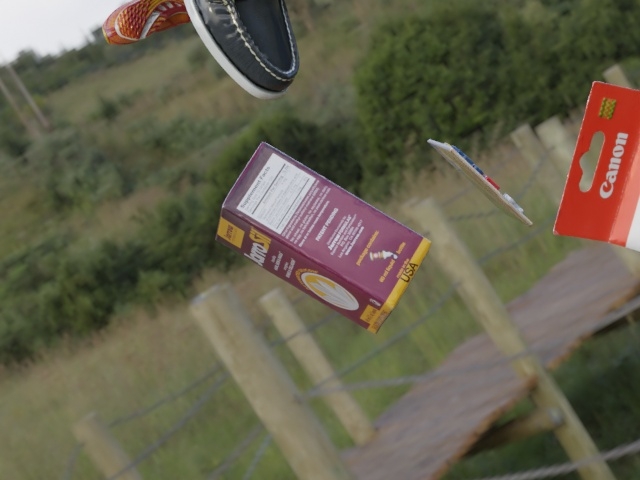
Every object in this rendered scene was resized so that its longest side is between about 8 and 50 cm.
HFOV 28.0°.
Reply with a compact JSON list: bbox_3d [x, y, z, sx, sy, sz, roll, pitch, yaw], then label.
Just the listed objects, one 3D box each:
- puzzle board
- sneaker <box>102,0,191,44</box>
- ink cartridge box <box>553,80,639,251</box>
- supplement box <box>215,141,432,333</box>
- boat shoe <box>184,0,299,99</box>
[{"bbox_3d":[0.178,-0.067,1.430,0.011,0.128,0.096,-48,14,2],"label":"puzzle board"},{"bbox_3d":[-0.197,-0.292,1.599,0.175,0.064,0.067,-26,15,-34],"label":"sneaker"},{"bbox_3d":[0.309,-0.056,1.140,0.179,0.145,0.045,8,13,-24],"label":"ink cartridge box"},{"bbox_3d":[0.000,0.000,1.233,0.081,0.188,0.104,-59,-3,-20],"label":"supplement box"},{"bbox_3d":[-0.092,-0.294,1.325,0.091,0.302,0.114,-28,-1,37],"label":"boat shoe"}]
